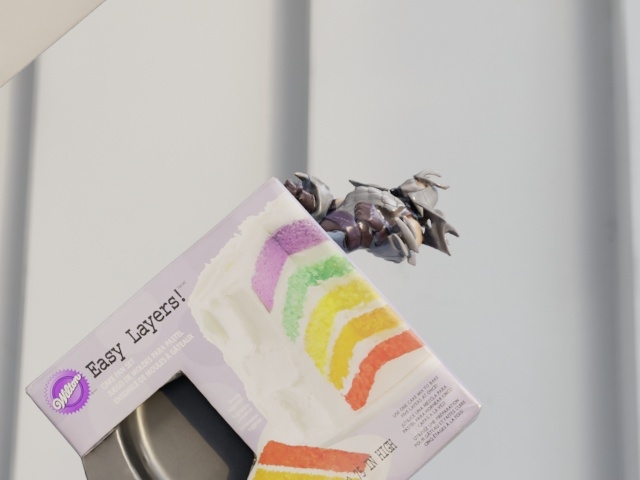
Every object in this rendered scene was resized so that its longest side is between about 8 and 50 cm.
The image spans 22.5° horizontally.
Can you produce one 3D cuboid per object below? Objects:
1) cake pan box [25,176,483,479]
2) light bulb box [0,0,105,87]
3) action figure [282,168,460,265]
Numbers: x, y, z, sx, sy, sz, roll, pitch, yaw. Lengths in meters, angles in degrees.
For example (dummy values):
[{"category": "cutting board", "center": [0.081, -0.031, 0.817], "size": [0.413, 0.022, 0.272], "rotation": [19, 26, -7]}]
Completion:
[{"category": "cake pan box", "center": [-0.054, 0.126, 1.226], "size": [0.267, 0.245, 0.070], "rotation": [-40, -10, -8]}, {"category": "light bulb box", "center": [-0.330, -0.315, 1.361], "size": [0.361, 0.358, 0.225], "rotation": [36, -17, 47]}, {"category": "action figure", "center": [0.000, 0.000, 1.451], "size": [0.285, 0.099, 0.185], "rotation": [-27, 17, -23]}]
